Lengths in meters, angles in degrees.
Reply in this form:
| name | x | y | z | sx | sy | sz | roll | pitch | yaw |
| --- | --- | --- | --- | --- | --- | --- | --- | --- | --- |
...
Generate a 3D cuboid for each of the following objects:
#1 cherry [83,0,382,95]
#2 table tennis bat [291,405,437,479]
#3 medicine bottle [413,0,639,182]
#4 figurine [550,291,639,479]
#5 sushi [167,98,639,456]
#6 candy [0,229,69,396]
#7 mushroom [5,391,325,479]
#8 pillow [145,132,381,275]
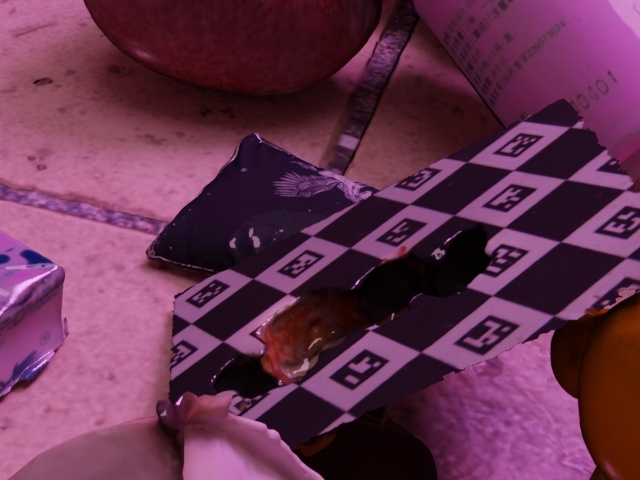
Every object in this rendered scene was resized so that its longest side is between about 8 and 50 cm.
| name | x | y | z | sx | sy | sz | roll | pitch | yaw |
| --- | --- | --- | --- | --- | --- | --- | --- | --- | --- |
| cherry | -0.085 | -0.235 | 1.020 | 0.285 | 0.213 | 0.236 | 32 | 61 | -3 |
| table tennis bat | 0.024 | 0.119 | 0.716 | 0.095 | 0.014 | 0.158 | 13 | 30 | 6 |
| medicine bottle | 0.173 | -0.185 | 0.931 | 0.178 | 0.178 | 0.291 | -26 | 74 | -34 |
| figurine | 0.219 | 0.088 | 0.650 | 0.215 | 0.215 | 0.228 | 31 | 43 | 29 |
| sushi | 0.052 | 0.039 | 0.705 | 0.290 | 0.050 | 0.264 | -27 | 22 | 6 |
| candy | -0.229 | 0.061 | 0.729 | 0.092 | 0.073 | 0.160 | 24 | 41 | 19 |
| mushroom | -0.061 | 0.198 | 0.510 | 0.173 | 0.236 | 0.162 | -23 | -11 | 21 |
| pillow | 0.000 | 0.000 | 0.855 | 0.208 | 0.055 | 0.141 | 22 | 50 | 21 |
